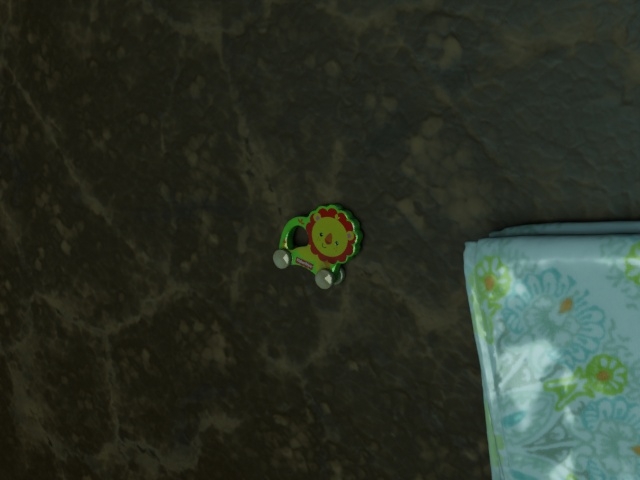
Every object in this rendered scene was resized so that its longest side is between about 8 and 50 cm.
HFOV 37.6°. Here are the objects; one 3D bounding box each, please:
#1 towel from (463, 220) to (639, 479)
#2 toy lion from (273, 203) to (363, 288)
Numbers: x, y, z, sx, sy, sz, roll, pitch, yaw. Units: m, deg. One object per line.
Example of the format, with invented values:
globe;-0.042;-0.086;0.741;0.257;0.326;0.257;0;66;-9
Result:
towel;0.322;0.141;0.875;0.374;0.090;0.320;-2;105;35
toy lion;0.000;0.000;1.090;0.100;0.034;0.096;23;111;27
